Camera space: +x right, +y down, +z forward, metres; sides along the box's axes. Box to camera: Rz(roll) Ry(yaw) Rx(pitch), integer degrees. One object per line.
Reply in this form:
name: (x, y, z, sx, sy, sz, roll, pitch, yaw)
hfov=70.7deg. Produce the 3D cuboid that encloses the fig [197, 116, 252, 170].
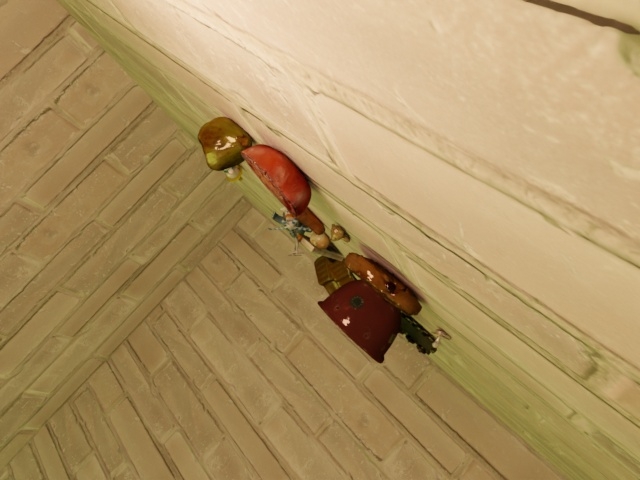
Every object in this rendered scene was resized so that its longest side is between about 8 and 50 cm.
fig: (-0.268, -0.281, 1.299, 0.165, 0.154, 0.144, 2, 135, 32)

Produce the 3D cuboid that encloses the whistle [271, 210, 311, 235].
whistle: (-0.110, -0.076, 1.933, 0.180, 0.093, 0.269, 16, 168, 14)

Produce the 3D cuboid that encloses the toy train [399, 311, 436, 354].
toy train: (0.411, 0.405, 1.972, 0.225, 0.090, 0.137, 42, -178, 13)

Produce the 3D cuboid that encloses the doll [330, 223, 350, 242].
doll: (0.066, -0.020, 1.400, 0.061, 0.051, 0.093, 39, -157, 30)

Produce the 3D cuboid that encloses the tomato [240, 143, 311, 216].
tomato: (-0.105, -0.166, 1.156, 0.225, 0.085, 0.225, 46, 177, 3)

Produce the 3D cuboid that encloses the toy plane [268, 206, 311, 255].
toy plane: (-0.095, -0.051, 1.794, 0.273, 0.182, 0.107, 55, -149, -47)

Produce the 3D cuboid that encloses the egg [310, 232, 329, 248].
egg: (0.000, 0.000, 1.837, 0.083, 0.071, 0.071, 34, -178, -41)

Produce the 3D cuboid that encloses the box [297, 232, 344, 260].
box: (-0.003, 0.030, 1.959, 0.220, 0.032, 0.122, 19, -163, -50)

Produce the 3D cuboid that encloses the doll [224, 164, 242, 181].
doll: (-0.440, -0.354, 2.139, 0.135, 0.099, 0.241, 16, 166, 22)

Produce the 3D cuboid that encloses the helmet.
helmet: (0.191, 0.278, 1.767, 0.337, 0.230, 0.385, 42, -176, 22)

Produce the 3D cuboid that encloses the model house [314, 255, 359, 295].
model house: (0.089, 0.158, 2.155, 0.239, 0.173, 0.268, 55, 144, 1)

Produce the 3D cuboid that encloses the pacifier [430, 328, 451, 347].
pacifier: (0.407, 0.340, 1.547, 0.068, 0.064, 0.083, 26, 177, -5)

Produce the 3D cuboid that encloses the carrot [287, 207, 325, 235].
carrot: (-0.051, -0.084, 1.599, 0.186, 0.060, 0.060, 42, 176, -23)

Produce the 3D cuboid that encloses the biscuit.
biscuit: (0.190, 0.127, 1.370, 0.296, 0.075, 0.296, 37, 177, 3)
